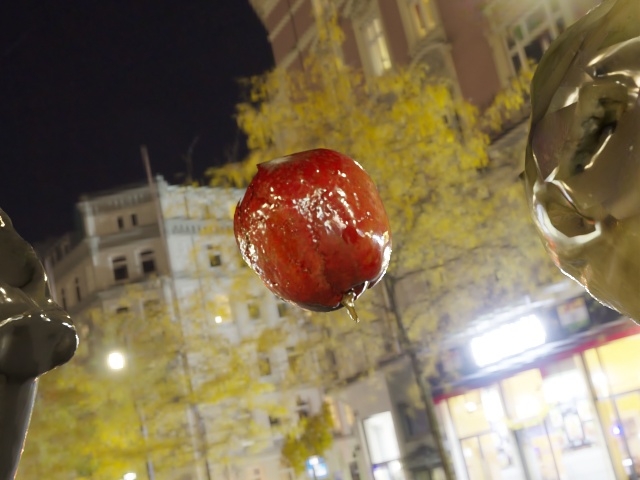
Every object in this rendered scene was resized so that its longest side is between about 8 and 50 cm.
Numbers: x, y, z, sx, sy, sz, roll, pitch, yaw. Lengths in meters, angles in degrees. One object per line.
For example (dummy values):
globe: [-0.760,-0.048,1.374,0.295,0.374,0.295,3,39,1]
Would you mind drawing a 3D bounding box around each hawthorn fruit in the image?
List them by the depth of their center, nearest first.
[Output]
hawthorn fruit: [0.000,0.000,0.895,0.148,0.172,0.148,-28,-23,-13]

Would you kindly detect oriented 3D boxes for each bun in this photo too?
bun: [0.232,-0.054,0.616,0.168,0.273,0.273,-3,-18,-23]

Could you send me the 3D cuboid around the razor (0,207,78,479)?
razor: [-0.282,0.131,0.623,0.113,0.204,0.349,5,-63,-55]
